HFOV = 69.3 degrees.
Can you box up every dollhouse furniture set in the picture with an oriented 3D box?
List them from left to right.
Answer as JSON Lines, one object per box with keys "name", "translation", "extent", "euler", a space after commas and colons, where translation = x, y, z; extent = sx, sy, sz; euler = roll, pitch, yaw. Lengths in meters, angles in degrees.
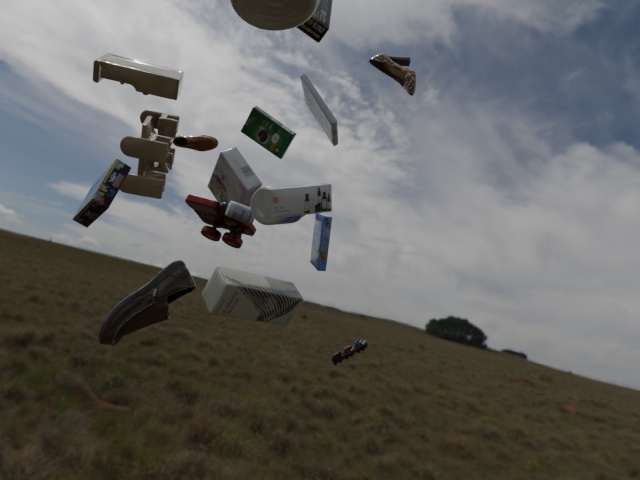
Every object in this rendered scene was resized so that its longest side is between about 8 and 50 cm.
{"name": "dollhouse furniture set", "translation": [-0.635, -0.402, 1.600], "extent": [0.256, 0.395, 0.362], "euler": [10, 27, -15]}

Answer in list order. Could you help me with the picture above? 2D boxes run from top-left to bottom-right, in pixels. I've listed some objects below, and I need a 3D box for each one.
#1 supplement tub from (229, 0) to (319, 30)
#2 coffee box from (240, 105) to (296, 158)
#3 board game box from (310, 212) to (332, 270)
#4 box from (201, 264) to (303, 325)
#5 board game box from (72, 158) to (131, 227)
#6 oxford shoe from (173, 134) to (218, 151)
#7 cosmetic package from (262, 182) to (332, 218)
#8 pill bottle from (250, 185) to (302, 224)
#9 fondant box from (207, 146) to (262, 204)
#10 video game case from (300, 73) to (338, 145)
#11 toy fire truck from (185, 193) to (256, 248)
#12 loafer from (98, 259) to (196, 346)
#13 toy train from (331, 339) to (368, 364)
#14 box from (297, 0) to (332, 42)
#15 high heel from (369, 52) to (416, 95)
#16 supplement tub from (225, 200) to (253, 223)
{"name": "supplement tub", "translation": [-0.119, -0.726, 1.155], "extent": [0.228, 0.317, 0.228], "euler": [-4, -12, -1]}
{"name": "coffee box", "translation": [-0.192, -0.400, 1.716], "extent": [0.184, 0.113, 0.040], "euler": [33, 30, -2]}
{"name": "board game box", "translation": [0.000, 0.000, 1.830], "extent": [0.039, 0.212, 0.160], "euler": [4, 9, -13]}
{"name": "box", "translation": [-0.192, 0.164, 1.344], "extent": [0.275, 0.113, 0.094], "euler": [16, 23, -40]}
{"name": "board game box", "translation": [-0.589, -0.125, 1.247], "extent": [0.048, 0.141, 0.170], "euler": [36, -38, -29]}
{"name": "oxford shoe", "translation": [-0.583, -0.451, 2.149], "extent": [0.212, 0.076, 0.076], "euler": [0, 12, -3]}
{"name": "cosmetic package", "translation": [-0.073, -0.135, 1.551], "extent": [0.238, 0.099, 0.060], "euler": [-10, 13, -33]}
{"name": "pill bottle", "translation": [-0.152, -0.142, 1.887], "extent": [0.152, 0.153, 0.272], "euler": [9, 7, 24]}
{"name": "fondant box", "translation": [-0.441, -0.279, 2.349], "extent": [0.096, 0.238, 0.330], "euler": [-30, -9, -35]}
{"name": "video game case", "translation": [-0.002, -0.487, 1.752], "extent": [0.227, 0.026, 0.206], "euler": [58, -3, 11]}
{"name": "toy fire truck", "translation": [-0.460, -0.107, 2.164], "extent": [0.301, 0.170, 0.254], "euler": [16, -22, 21]}
{"name": "loafer", "translation": [-0.556, 0.218, 1.523], "extent": [0.130, 0.366, 0.134], "euler": [42, -27, 4]}
{"name": "toy train", "translation": [0.091, 0.355, 1.482], "extent": [0.158, 0.036, 0.027], "euler": [-38, -7, 34]}
{"name": "box", "translation": [-0.077, -0.962, 1.833], "extent": [0.257, 0.322, 0.079], "euler": [25, -42, -24]}
{"name": "high heel", "translation": [0.312, -0.714, 2.011], "extent": [0.186, 0.261, 0.093], "euler": [0, -35, -5]}
{"name": "supplement tub", "translation": [-0.340, -0.119, 1.957], "extent": [0.107, 0.071, 0.071], "euler": [20, -12, -22]}
